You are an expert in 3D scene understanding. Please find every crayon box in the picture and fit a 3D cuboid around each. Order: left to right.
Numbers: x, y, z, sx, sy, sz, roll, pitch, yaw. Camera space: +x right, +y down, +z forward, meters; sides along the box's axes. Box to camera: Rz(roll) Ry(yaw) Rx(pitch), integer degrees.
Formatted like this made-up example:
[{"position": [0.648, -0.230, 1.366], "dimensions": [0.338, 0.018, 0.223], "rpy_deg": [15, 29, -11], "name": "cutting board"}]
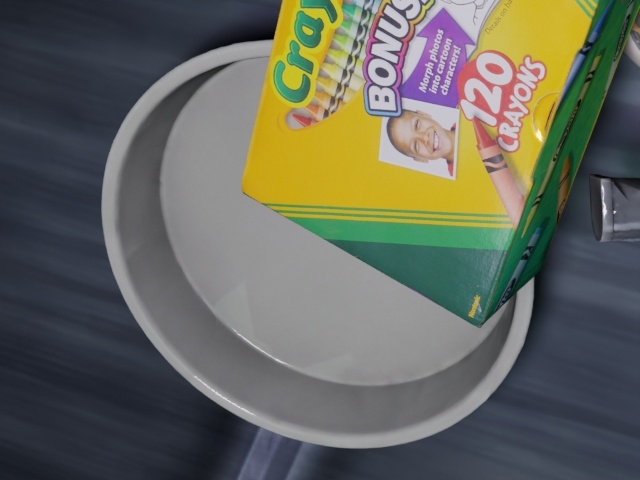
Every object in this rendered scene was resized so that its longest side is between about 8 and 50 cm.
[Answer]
[{"position": [0.069, -0.113, 0.809], "dimensions": [0.165, 0.081, 0.278], "rpy_deg": [30, 128, 20], "name": "crayon box"}]

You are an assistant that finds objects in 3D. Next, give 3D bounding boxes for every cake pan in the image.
[{"position": [0.000, 0.000, 1.006], "dimensions": [0.293, 0.054, 0.293], "rpy_deg": [10, 120, 17], "name": "cake pan"}]

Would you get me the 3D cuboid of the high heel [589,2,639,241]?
[{"position": [0.244, -0.124, 0.841], "dimensions": [0.186, 0.093, 0.261], "rpy_deg": [-1, 106, -1], "name": "high heel"}]
